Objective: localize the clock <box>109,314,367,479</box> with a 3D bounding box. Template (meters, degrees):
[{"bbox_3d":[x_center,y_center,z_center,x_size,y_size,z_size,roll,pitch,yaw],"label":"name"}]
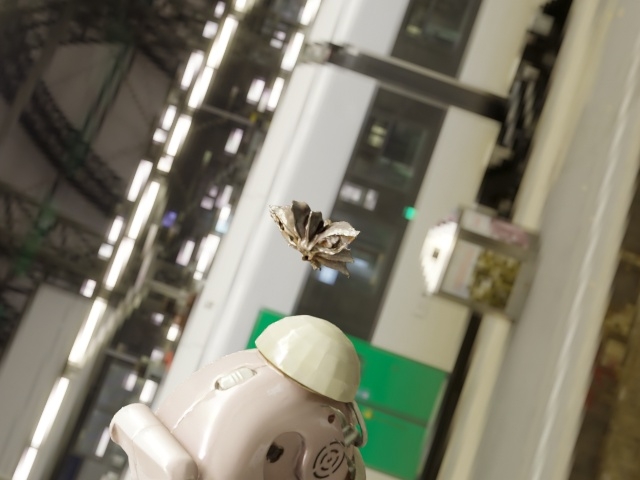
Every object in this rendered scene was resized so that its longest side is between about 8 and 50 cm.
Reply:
[{"bbox_3d":[-0.085,0.283,1.851,0.326,0.184,0.342,-30,-40,-30],"label":"clock"}]

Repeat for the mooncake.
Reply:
[{"bbox_3d":[0.147,0.275,1.480,0.057,0.347,0.150,-62,28,-3],"label":"mooncake"}]

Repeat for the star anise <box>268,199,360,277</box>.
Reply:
[{"bbox_3d":[0.004,-0.003,1.729,0.129,0.124,0.056,-5,38,54],"label":"star anise"}]
